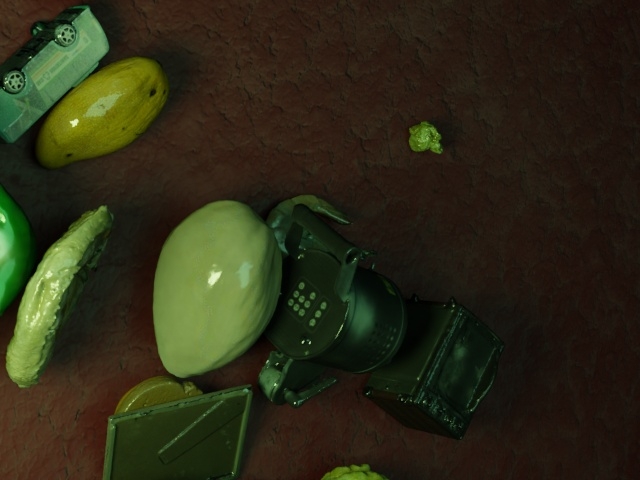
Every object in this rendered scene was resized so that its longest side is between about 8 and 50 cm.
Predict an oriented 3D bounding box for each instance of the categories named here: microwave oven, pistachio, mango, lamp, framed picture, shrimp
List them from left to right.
[{"bbox_3d":[-0.357,-0.206,1.672,0.109,0.157,0.262,41,72,12],"label":"mango"},{"bbox_3d":[-0.250,0.367,1.774,0.281,0.019,0.209,-6,118,-36],"label":"framed picture"},{"bbox_3d":[-0.185,0.091,1.761,0.226,0.208,0.331,14,99,-25],"label":"pistachio"},{"bbox_3d":[-0.003,-0.017,1.979,0.254,0.059,0.145,-2,82,-31],"label":"shrimp"},{"bbox_3d":[0.036,0.128,1.882,0.272,0.205,0.374,-4,123,-44],"label":"lamp"},{"bbox_3d":[0.236,0.260,2.069,0.178,0.188,0.247,39,69,-29],"label":"microwave oven"}]

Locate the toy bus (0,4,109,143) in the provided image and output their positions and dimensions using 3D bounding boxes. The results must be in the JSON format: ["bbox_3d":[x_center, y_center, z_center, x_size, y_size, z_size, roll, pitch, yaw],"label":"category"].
[{"bbox_3d":[-0.458,-0.273,1.634,0.261,0.091,0.109,-50,127,-23],"label":"toy bus"}]

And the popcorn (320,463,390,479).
[{"bbox_3d":[0.050,0.558,1.932,0.241,0.235,0.250,59,25,-32],"label":"popcorn"}]

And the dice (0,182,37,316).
[{"bbox_3d":[-0.604,0.012,1.404,0.297,0.287,0.300,51,63,-25],"label":"dice"}]

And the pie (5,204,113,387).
[{"bbox_3d":[-0.401,0.080,1.539,0.075,0.337,0.337,26,74,-8],"label":"pie"}]

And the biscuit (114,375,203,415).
[{"bbox_3d":[-0.281,0.301,1.761,0.170,0.050,0.170,-19,125,-30],"label":"biscuit"}]

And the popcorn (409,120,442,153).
[{"bbox_3d":[0.224,-0.214,2.137,0.083,0.059,0.068,37,109,-22],"label":"popcorn"}]
